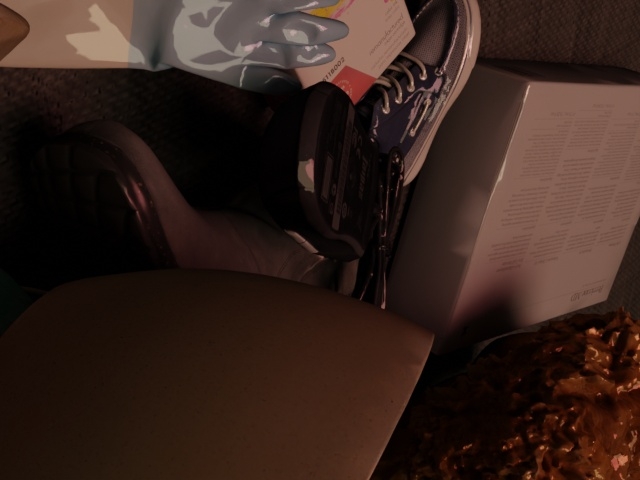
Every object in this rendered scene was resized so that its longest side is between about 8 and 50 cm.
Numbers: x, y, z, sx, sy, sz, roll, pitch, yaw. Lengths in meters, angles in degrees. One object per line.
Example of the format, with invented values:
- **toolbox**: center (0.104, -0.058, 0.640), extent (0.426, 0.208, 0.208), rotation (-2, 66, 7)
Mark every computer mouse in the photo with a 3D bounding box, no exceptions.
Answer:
- **computer mouse**: center (0.000, 0.000, 0.684), extent (0.262, 0.060, 0.184), rotation (23, 74, -72)

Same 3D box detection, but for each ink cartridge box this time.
- **ink cartridge box**: center (-0.014, -0.185, 0.680), extent (0.115, 0.067, 0.198), rotation (-51, 142, -16)

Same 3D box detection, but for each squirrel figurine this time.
- **squirrel figurine**: center (0.137, 0.211, 0.938), extent (0.371, 0.281, 0.397), rotation (-6, 153, -19)

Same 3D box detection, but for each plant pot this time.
- **plant pot**: center (-0.090, 0.126, 0.528), extent (0.284, 0.191, 0.284), rotation (-59, 174, -10)

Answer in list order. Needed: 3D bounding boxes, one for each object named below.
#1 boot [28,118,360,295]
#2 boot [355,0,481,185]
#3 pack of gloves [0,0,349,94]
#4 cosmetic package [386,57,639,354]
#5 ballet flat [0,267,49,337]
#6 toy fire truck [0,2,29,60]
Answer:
- **boot**: center (-0.066, -0.017, 0.722), extent (0.222, 0.118, 0.338), rotation (-52, 150, -25)
- **boot**: center (0.070, -0.129, 0.819), extent (0.086, 0.069, 0.190), rotation (-6, 120, -52)
- **pack of gloves**: center (-0.075, -0.181, 0.546), extent (0.232, 0.046, 0.195), rotation (2, 109, -20)
- **cosmetic package**: center (0.243, -0.048, 1.064), extent (0.377, 0.097, 0.284), rotation (-8, 118, -48)
- **ballet flat**: center (-0.175, 0.093, 0.670), extent (0.087, 0.083, 0.247), rotation (-63, 149, -22)
- **toy fire truck**: center (-0.225, 0.001, 0.447), extent (0.159, 0.217, 0.246), rotation (2, 90, -13)
